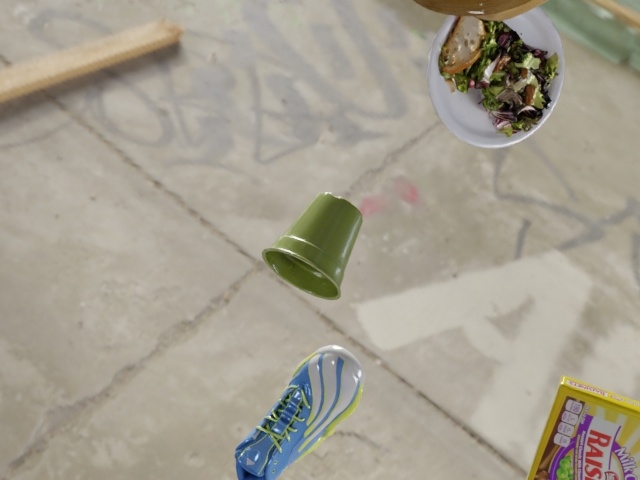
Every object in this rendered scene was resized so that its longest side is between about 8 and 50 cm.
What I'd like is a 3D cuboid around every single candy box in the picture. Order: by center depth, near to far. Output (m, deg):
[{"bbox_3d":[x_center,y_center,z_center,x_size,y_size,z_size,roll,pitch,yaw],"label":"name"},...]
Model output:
[{"bbox_3d":[0.244,0.235,1.080,0.105,0.206,0.027,17,20,9],"label":"candy box"}]

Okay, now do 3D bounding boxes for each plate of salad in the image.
[{"bbox_3d":[0.230,-0.215,1.475,0.200,0.200,0.048,12,6,-23],"label":"plate of salad"}]

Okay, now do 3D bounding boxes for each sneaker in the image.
[{"bbox_3d":[-0.032,0.232,1.425,0.091,0.240,0.126,38,41,7],"label":"sneaker"}]

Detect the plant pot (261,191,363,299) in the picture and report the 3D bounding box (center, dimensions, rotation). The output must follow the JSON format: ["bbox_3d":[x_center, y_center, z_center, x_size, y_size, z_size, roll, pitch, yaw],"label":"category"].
[{"bbox_3d":[0.000,0.000,1.075,0.083,0.083,0.079,30,70,-1],"label":"plant pot"}]

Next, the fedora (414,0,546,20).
[{"bbox_3d":[0.177,-0.278,1.160,0.079,0.194,0.194,49,15,-50],"label":"fedora"}]
